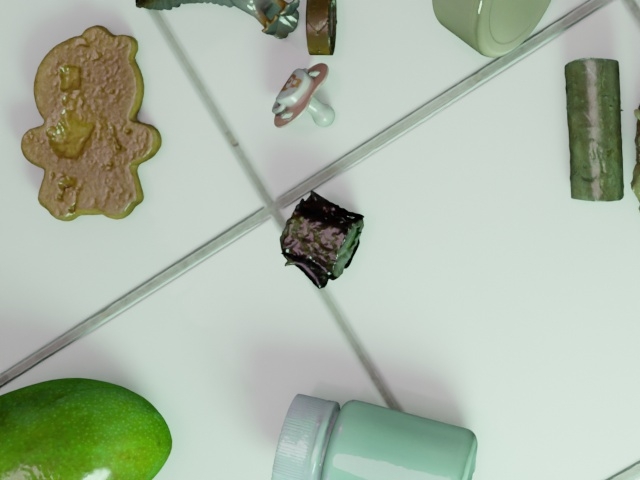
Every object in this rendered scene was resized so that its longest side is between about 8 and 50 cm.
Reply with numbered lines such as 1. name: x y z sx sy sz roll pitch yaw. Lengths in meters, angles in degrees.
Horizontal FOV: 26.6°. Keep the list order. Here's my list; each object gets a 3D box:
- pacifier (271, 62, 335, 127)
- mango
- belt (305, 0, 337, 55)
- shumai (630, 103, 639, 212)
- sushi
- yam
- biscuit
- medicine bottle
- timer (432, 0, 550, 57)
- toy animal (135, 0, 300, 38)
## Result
1. pacifier: -0.015 -0.169 1.659 0.078 0.081 0.099 38 75 -24
2. mango: -0.365 0.300 1.664 0.382 0.201 0.225 -22 64 0
3. belt: -0.001 -0.268 1.649 0.036 0.059 0.083 1 92 11
4. shumai: 0.471 -0.081 1.459 0.267 0.262 0.314 -2 92 12
5. sushi: 0.001 -0.001 1.636 0.084 0.094 0.098 28 96 11
6. yam: 0.323 -0.129 1.585 0.068 0.068 0.169 -2 94 11
7. biscuit: -0.293 -0.149 1.721 0.184 0.035 0.249 -4 89 10
8. medicine bottle: 0.066 0.266 1.603 0.225 0.139 0.139 13 93 10
9. timer: 0.132 -0.345 1.596 0.266 0.175 0.175 31 97 28
10. toy animal: -0.087 -0.324 1.609 0.272 0.197 0.160 -41 86 5
